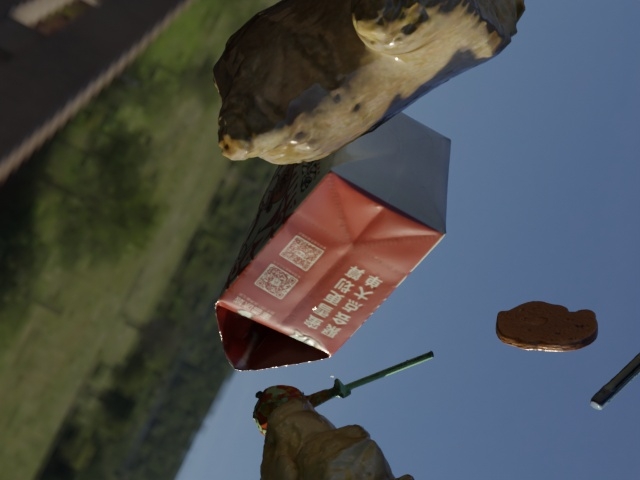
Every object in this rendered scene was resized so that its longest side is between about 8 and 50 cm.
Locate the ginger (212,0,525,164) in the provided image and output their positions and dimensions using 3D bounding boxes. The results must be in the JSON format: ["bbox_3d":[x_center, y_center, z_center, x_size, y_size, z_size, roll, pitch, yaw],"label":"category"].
[{"bbox_3d":[0.032,-0.152,1.326,0.276,0.130,0.221,-34,-173,-6],"label":"ginger"}]

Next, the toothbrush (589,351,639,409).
[{"bbox_3d":[0.336,0.087,1.634,0.219,0.016,0.019,-41,137,-16],"label":"toothbrush"}]

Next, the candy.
[{"bbox_3d":[0.022,0.142,1.642,0.185,0.055,0.049,-22,164,4],"label":"candy"}]

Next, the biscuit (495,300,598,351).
[{"bbox_3d":[0.279,0.108,2.126,0.102,0.130,0.019,-50,142,-55],"label":"biscuit"}]

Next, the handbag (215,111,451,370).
[{"bbox_3d":[0.000,0.000,1.766,0.298,0.151,0.171,-50,-160,36],"label":"handbag"}]

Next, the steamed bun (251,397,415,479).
[{"bbox_3d":[0.021,0.293,1.563,0.137,0.295,0.292,-37,-178,-19],"label":"steamed bun"}]
